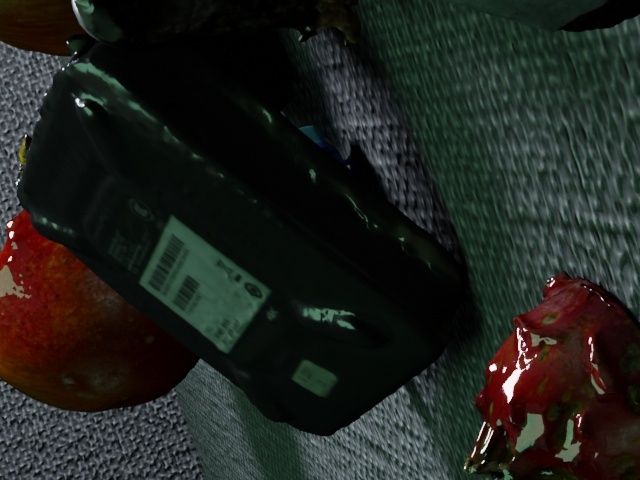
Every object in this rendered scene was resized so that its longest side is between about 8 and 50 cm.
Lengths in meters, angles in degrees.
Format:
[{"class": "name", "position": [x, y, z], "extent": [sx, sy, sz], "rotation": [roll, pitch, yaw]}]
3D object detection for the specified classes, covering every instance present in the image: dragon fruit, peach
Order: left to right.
[{"class": "peach", "position": [-0.287, 0.058, 2.259], "extent": [0.406, 0.310, 0.335], "rotation": [113, 174, -58]}, {"class": "dragon fruit", "position": [0.125, 0.102, 0.964], "extent": [0.153, 0.111, 0.153], "rotation": [162, 90, -75]}]

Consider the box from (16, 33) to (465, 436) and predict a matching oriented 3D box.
[{"class": "box", "position": [-0.075, 0.003, 1.333], "extent": [0.350, 0.091, 0.359], "rotation": [40, 155, 0]}]

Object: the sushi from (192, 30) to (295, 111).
[{"class": "sushi", "position": [-0.114, -0.145, 1.525], "extent": [0.172, 0.153, 0.150], "rotation": [48, 144, 8]}]

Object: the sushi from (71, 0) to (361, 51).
[{"class": "sushi", "position": [-0.083, -0.290, 1.047], "extent": [0.234, 0.207, 0.348], "rotation": [-106, 10, -52]}]

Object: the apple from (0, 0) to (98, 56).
[{"class": "apple", "position": [-0.185, -0.293, 1.314], "extent": [0.301, 0.301, 0.301], "rotation": [160, 90, -78]}]

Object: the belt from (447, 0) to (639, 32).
[{"class": "belt", "position": [0.047, -0.221, 0.612], "extent": [0.289, 0.184, 0.164], "rotation": [59, 161, 20]}]

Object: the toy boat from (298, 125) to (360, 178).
[{"class": "toy boat", "position": [0.000, 0.000, 1.401], "extent": [0.175, 0.091, 0.110], "rotation": [78, 171, -51]}]
